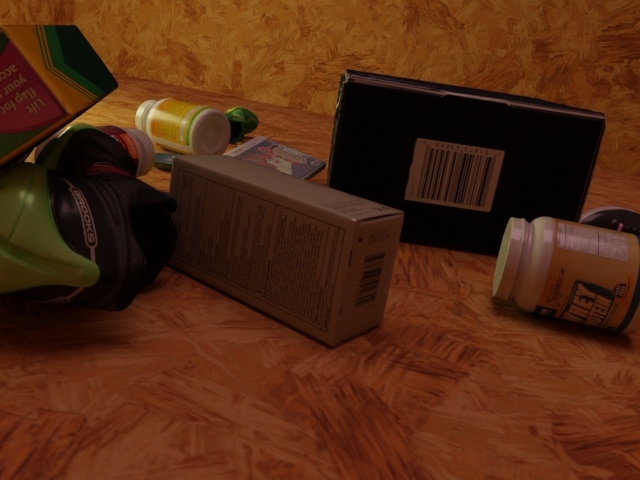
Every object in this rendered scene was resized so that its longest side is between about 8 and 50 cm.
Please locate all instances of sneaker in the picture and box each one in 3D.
[{"bbox_3d":[-0.282,-0.356,1.930,0.123,0.109,0.295,39,24,14],"label":"sneaker"},{"bbox_3d":[-0.293,-0.023,0.788,0.202,0.185,0.483,27,13,-19],"label":"sneaker"},{"bbox_3d":[0.673,0.002,1.237,0.296,0.104,0.147,11,12,-10],"label":"sneaker"}]

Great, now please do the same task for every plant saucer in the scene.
[{"bbox_3d":[-0.355,-0.185,1.444,0.119,0.021,0.119,8,18,-2],"label":"plant saucer"}]

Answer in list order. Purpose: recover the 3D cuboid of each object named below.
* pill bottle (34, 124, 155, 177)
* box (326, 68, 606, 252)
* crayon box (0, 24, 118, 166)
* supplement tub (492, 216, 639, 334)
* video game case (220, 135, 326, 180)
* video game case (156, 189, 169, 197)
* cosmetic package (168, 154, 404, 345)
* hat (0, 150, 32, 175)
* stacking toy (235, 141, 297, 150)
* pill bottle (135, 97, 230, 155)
[{"bbox_3d":[-0.417,-0.155,1.152,0.121,0.121,0.221,14,18,15],"label":"pill bottle"},{"bbox_3d":[0.260,-0.191,1.319,0.480,0.297,0.472,9,19,0],"label":"box"},{"bbox_3d":[-0.422,-0.101,0.672,0.363,0.106,0.313,-33,20,2],"label":"crayon box"},{"bbox_3d":[0.363,0.046,0.880,0.200,0.144,0.144,12,18,11],"label":"supplement tub"},{"bbox_3d":[-0.115,-0.185,1.451,0.201,0.023,0.183,25,36,19],"label":"video game case"},{"bbox_3d":[-0.298,-0.062,1.090,0.143,0.019,0.157,11,18,6],"label":"video game case"},{"bbox_3d":[-0.061,-0.002,0.794,0.309,0.160,0.113,23,21,34],"label":"cosmetic package"},{"bbox_3d":[-0.637,-0.219,0.970,0.331,0.134,0.331,9,51,-11],"label":"hat"},{"bbox_3d":[-0.137,-0.202,1.572,0.167,0.052,0.221,4,20,-10],"label":"stacking toy"},{"bbox_3d":[-0.370,-0.300,1.605,0.246,0.136,0.136,20,20,31],"label":"pill bottle"}]
